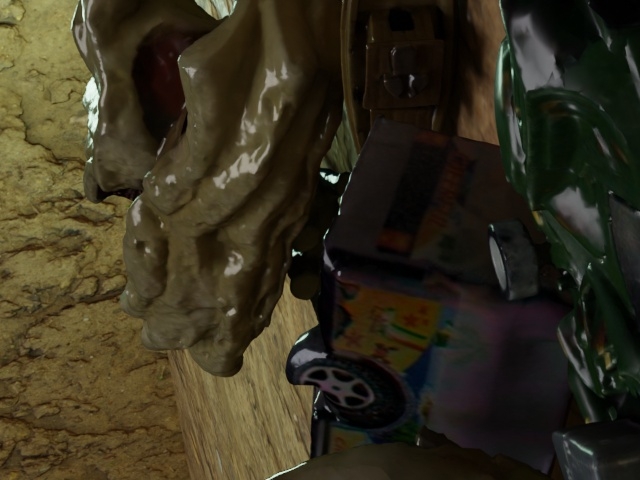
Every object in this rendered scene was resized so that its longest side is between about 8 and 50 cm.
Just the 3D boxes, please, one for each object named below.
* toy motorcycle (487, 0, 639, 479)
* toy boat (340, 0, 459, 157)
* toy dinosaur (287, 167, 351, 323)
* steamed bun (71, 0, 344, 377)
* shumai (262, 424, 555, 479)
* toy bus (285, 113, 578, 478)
[{"bbox_3d":[0.107,-0.016,0.385,0.187,0.124,0.275,141,113,-87],"label":"toy motorcycle"},{"bbox_3d":[0.043,-0.100,0.675,0.072,0.064,0.206,-92,0,-47],"label":"toy boat"},{"bbox_3d":[0.000,0.000,1.053,0.188,0.075,0.248,-116,10,-73],"label":"toy dinosaur"},{"bbox_3d":[-0.106,-0.083,0.952,0.428,0.189,0.247,114,163,-58],"label":"steamed bun"},{"bbox_3d":[0.038,0.170,0.489,0.120,0.201,0.201,37,-147,-65],"label":"shumai"},{"bbox_3d":[0.057,0.094,0.628,0.317,0.138,0.112,91,-164,-46],"label":"toy bus"}]
